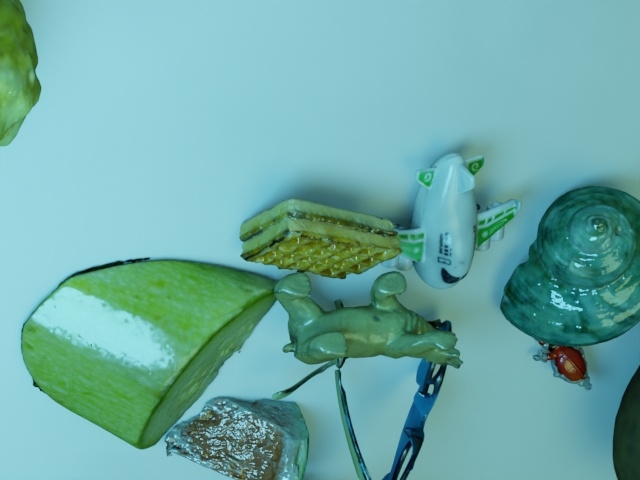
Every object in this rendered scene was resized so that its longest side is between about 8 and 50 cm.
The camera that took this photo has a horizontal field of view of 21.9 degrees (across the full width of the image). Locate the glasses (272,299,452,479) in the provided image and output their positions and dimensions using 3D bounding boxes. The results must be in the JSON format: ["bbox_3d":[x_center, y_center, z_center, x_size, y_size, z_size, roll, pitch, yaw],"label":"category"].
[{"bbox_3d":[0.060,0.171,1.831,0.207,0.102,0.239,34,64,-35],"label":"glasses"}]

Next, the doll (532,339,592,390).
[{"bbox_3d":[0.302,0.148,2.039,0.114,0.039,0.057,52,55,-29],"label":"doll"}]

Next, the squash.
[{"bbox_3d":[-0.186,0.095,1.726,0.237,0.155,0.204,-53,168,8],"label":"squash"}]

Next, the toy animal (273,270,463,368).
[{"bbox_3d":[0.055,0.099,1.775,0.219,0.103,0.101,-2,147,-15],"label":"toy animal"}]

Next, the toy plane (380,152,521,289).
[{"bbox_3d":[0.140,-0.019,1.802,0.174,0.080,0.174,-17,130,-21],"label":"toy plane"}]

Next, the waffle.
[{"bbox_3d":[0.000,0.000,1.723,0.148,0.042,0.102,11,155,-35],"label":"waffle"}]

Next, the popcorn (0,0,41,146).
[{"bbox_3d":[-0.368,-0.121,1.344,0.286,0.252,0.215,-21,170,-13],"label":"popcorn"}]

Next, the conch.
[{"bbox_3d":[0.308,0.030,1.898,0.196,0.134,0.202,-28,132,-14],"label":"conch"}]

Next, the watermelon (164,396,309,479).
[{"bbox_3d":[-0.082,0.221,1.859,0.158,0.121,0.097,20,96,8],"label":"watermelon"}]

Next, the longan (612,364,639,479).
[{"bbox_3d":[0.516,0.242,2.058,0.319,0.319,0.318,-16,127,-22],"label":"longan"}]
